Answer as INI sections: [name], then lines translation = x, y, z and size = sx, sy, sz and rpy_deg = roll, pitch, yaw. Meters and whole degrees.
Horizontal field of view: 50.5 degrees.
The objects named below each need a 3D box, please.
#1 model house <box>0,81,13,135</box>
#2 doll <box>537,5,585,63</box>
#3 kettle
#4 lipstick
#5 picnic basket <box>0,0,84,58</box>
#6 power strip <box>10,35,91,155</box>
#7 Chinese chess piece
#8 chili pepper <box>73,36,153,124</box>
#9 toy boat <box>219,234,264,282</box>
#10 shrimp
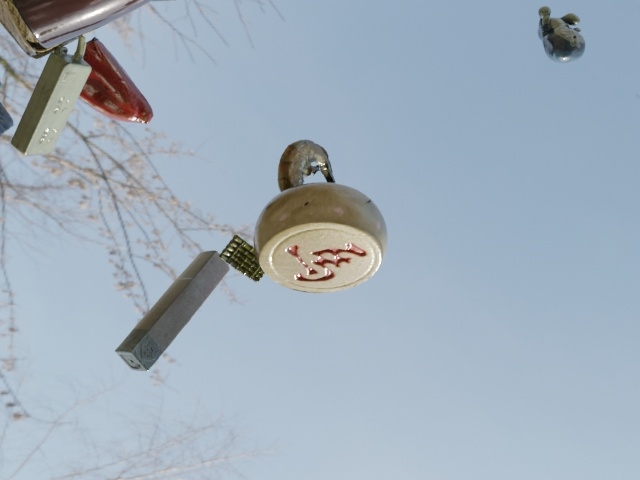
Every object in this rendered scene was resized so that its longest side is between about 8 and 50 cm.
[model house]
translation = -0.601, -0.218, 0.835
size = 0.297, 0.339, 0.360
rpy_deg = -12, -60, 35
[doll]
translation = 0.352, -0.295, 0.988
size = 0.050, 0.076, 0.083
rpy_deg = 120, -36, -51
[kettle]
translation = -0.327, -0.405, 0.965
size = 0.232, 0.202, 0.144
rpy_deg = -23, -141, -4
[lipstick]
translation = -0.322, 0.150, 1.515
size = 0.068, 0.066, 0.317
rpy_deg = -7, -144, 42
[picnic basket]
translation = -0.582, -0.563, 1.374
size = 0.313, 0.228, 0.175
rpy_deg = 50, -25, -1
[power strip]
translation = -0.575, -0.315, 1.472
size = 0.053, 0.093, 0.288
rpy_deg = 37, -71, 10
[Chinese chess piece]
translation = 0.000, 0.000, 1.351
size = 0.273, 0.273, 0.102
rpy_deg = -30, -136, 31
[chili pepper]
translation = -0.561, -0.393, 1.798
size = 0.136, 0.253, 0.144
rpy_deg = -20, -154, 55
[toy boat]
translation = -0.160, 0.040, 1.454
size = 0.063, 0.115, 0.016
rpy_deg = -53, -145, -2
[shrimp]
translation = -0.023, -0.112, 1.444
size = 0.051, 0.150, 0.217
rpy_deg = 16, -55, 41
